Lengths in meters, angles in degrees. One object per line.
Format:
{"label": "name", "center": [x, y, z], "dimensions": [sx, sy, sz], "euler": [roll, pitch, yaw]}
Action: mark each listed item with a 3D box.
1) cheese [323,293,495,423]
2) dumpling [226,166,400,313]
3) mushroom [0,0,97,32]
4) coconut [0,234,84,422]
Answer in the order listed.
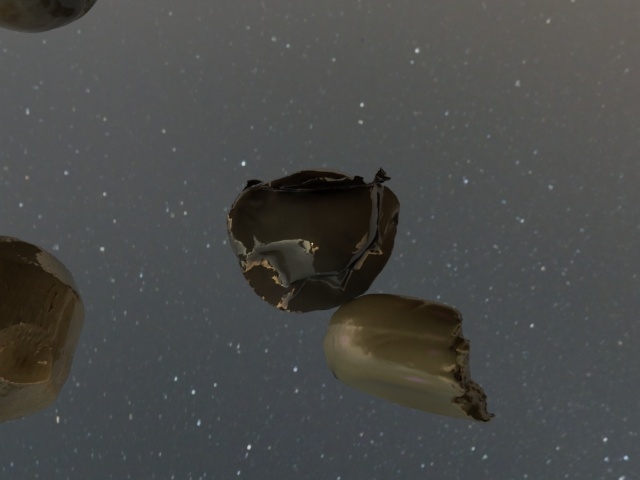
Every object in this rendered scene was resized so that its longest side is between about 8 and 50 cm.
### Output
{"label": "cheese", "center": [0.137, 0.169, 1.067], "dimensions": [0.233, 0.266, 0.127], "euler": [11, -108, 24]}
{"label": "dumpling", "center": [0.007, -0.010, 1.104], "dimensions": [0.293, 0.163, 0.204], "euler": [-1, -108, -29]}
{"label": "mushroom", "center": [-0.182, -0.269, 0.573], "dimensions": [0.244, 0.243, 0.243], "euler": [10, -133, -10]}
{"label": "coconut", "center": [-0.299, 0.088, 0.664], "dimensions": [0.161, 0.161, 0.162], "euler": [18, -127, -3]}
